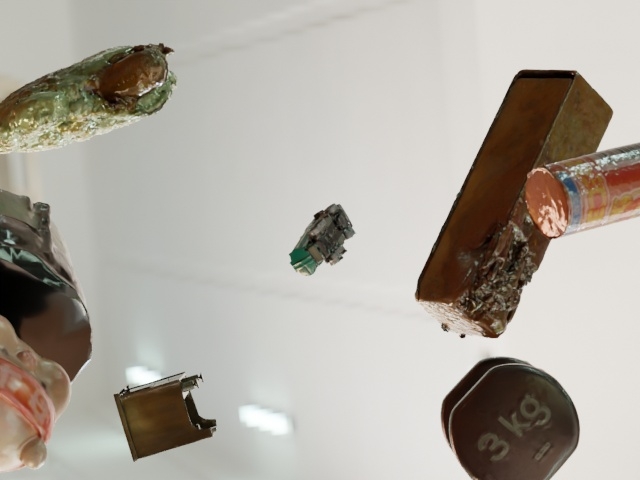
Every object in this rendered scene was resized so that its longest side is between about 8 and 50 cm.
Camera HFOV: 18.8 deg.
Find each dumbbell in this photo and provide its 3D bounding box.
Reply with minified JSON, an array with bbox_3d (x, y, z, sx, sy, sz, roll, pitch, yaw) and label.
[{"bbox_3d":[0.203,0.197,2.091,0.124,0.140,0.225,43,-1,1],"label":"dumbbell"}]

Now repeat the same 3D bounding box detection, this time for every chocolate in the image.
[{"bbox_3d":[-0.395,0.048,2.207,0.284,0.283,0.186,102,-9,-45],"label":"chocolate"}]

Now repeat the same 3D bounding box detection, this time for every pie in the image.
[{"bbox_3d":[-0.327,-0.187,2.616,0.257,0.274,0.105,-170,-123,-78],"label":"pie"}]

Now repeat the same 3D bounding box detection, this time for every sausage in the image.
[{"bbox_3d":[0.325,-0.063,1.855,0.074,0.274,0.074,35,-48,51],"label":"sausage"}]

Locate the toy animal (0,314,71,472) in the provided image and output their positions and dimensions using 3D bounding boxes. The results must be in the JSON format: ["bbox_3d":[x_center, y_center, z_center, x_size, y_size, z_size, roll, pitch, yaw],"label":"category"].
[{"bbox_3d":[-0.362,0.161,2.038,0.197,0.171,0.171,13,-71,57],"label":"toy animal"}]

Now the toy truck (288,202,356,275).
[{"bbox_3d":[0.000,0.000,1.798,0.039,0.044,0.083,54,27,-12],"label":"toy truck"}]

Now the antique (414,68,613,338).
[{"bbox_3d":[0.215,-0.041,2.150,0.093,0.087,0.310,7,-116,47],"label":"antique"}]

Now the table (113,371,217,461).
[{"bbox_3d":[-0.152,0.171,1.920,0.083,0.082,0.070,-51,125,-88],"label":"table"}]
